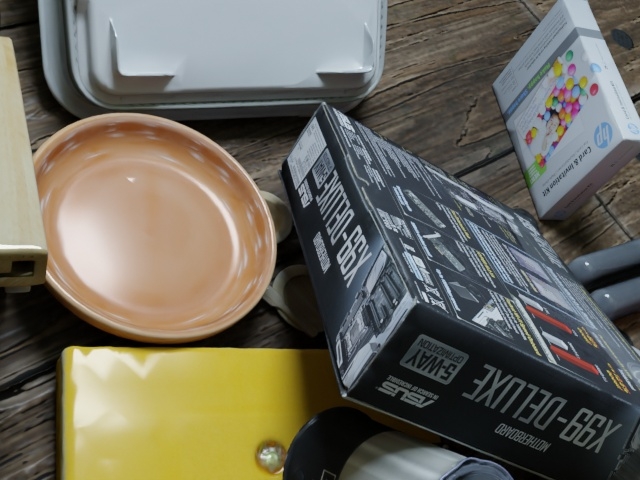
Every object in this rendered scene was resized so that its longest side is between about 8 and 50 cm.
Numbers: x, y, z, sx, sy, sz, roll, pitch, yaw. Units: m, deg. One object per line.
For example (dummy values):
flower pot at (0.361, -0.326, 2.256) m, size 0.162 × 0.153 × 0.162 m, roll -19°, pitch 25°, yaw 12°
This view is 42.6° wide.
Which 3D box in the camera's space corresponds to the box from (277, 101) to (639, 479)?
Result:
box at (0.105, 0.032, 0.612) m, size 0.242 × 0.076 × 0.307 m, roll 26°, pitch 22°, yaw -23°

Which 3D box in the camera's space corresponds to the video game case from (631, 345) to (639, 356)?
video game case at (0.293, 0.168, 0.716) m, size 0.193 × 0.023 × 0.212 m, roll 28°, pitch 32°, yaw -7°

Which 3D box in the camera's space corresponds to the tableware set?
tableware set at (0.000, 0.000, 0.728) m, size 0.168 × 0.020 × 0.141 m, roll -28°, pitch 74°, yaw -36°

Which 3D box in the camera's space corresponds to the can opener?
can opener at (0.378, 0.013, 0.855) m, size 0.283 × 0.095 × 0.076 m, roll -12°, pitch 65°, yaw -33°

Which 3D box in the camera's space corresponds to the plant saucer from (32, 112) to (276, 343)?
plant saucer at (-0.131, -0.009, 0.631) m, size 0.200 × 0.037 × 0.200 m, roll 16°, pitch 52°, yaw -21°

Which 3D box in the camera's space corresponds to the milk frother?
milk frother at (0.075, 0.167, 0.521) m, size 0.143 × 0.134 × 0.129 m, roll -23°, pitch 106°, yaw -30°

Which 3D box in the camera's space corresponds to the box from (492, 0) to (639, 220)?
box at (0.255, -0.136, 0.861) m, size 0.038 × 0.145 × 0.186 m, roll 0°, pitch 60°, yaw -23°

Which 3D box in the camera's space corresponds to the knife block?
knife block at (-0.245, -0.089, 0.534) m, size 0.088 × 0.275 × 0.242 m, roll -2°, pitch 90°, yaw -27°

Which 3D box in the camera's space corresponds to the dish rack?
dish rack at (-0.070, -0.243, 0.710) m, size 0.332 × 0.072 × 0.286 m, roll -7°, pitch 108°, yaw -28°

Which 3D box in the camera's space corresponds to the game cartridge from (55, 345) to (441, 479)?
game cartridge at (-0.031, 0.229, 0.551) m, size 0.285 × 0.053 × 0.324 m, roll 5°, pitch 60°, yaw -24°
